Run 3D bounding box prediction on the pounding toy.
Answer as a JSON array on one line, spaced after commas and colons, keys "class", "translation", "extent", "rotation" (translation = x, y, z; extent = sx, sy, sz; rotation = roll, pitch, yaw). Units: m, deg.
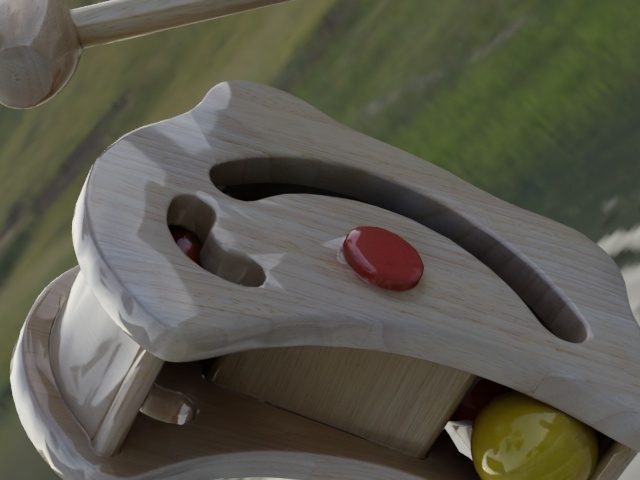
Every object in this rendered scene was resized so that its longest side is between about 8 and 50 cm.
[{"class": "pounding toy", "translation": [0.000, 0.000, 0.522], "extent": [0.154, 0.269, 0.155], "rotation": [-75, 12, -56]}]
